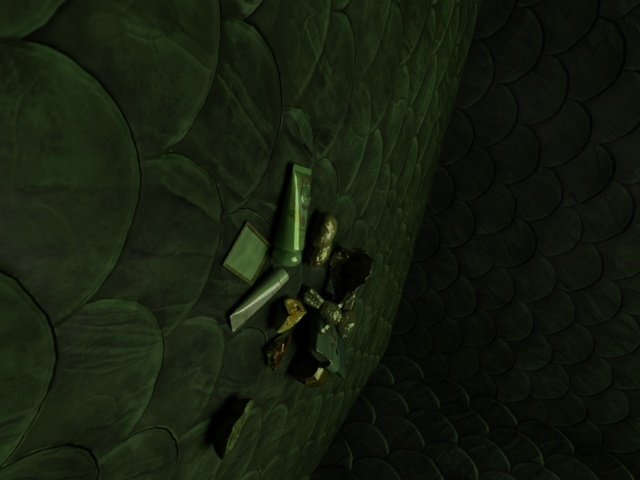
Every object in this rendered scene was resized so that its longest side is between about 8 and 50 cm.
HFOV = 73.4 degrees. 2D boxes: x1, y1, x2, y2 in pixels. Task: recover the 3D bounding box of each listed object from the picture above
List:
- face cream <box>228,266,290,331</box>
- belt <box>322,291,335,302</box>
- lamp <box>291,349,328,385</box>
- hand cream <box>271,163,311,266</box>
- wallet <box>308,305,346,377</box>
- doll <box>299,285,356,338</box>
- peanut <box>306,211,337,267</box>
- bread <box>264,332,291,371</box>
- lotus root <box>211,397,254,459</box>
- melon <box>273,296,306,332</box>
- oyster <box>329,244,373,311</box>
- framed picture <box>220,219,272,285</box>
[{"bbox_3d":[-0.191,0.173,1.319,0.243,0.058,0.092,-46,155,-33],"label":"face cream"},{"bbox_3d":[0.034,0.335,2.012,0.071,0.053,0.231,-44,148,-49],"label":"belt"},{"bbox_3d":[-0.042,0.579,1.930,0.161,0.161,0.185,-61,156,-19],"label":"lamp"},{"bbox_3d":[-0.082,-0.075,1.313,0.147,0.093,0.305,-6,107,-70],"label":"hand cream"},{"bbox_3d":[0.034,0.447,1.883,0.360,0.083,0.252,57,22,-48],"label":"wallet"},{"bbox_3d":[0.032,0.293,1.739,0.286,0.091,0.202,11,82,-35],"label":"doll"},{"bbox_3d":[0.001,0.001,1.569,0.104,0.086,0.227,-23,133,-50],"label":"peanut"},{"bbox_3d":[-0.157,0.403,1.616,0.136,0.054,0.154,-52,159,-33],"label":"bread"},{"bbox_3d":[-0.304,0.613,1.439,0.203,0.078,0.183,-66,171,6],"label":"lotus root"},{"bbox_3d":[-0.129,0.268,1.538,0.128,0.079,0.160,-53,162,11],"label":"melon"},{"bbox_3d":[0.127,0.187,1.858,0.133,0.198,0.336,-2,109,-50],"label":"oyster"},{"bbox_3d":[-0.203,0.041,1.217,0.135,0.010,0.201,-64,159,-14],"label":"framed picture"}]
